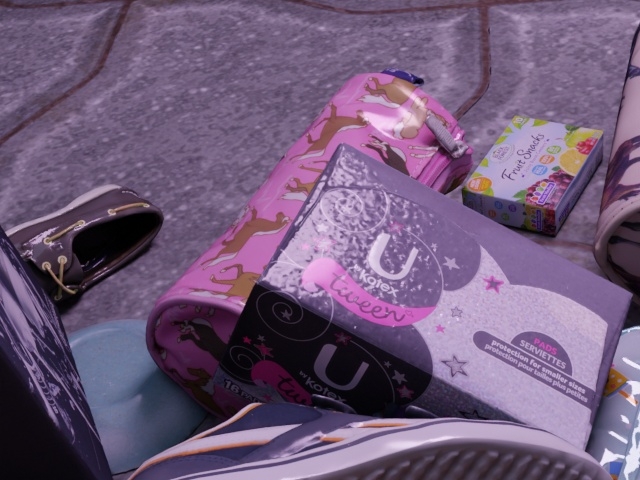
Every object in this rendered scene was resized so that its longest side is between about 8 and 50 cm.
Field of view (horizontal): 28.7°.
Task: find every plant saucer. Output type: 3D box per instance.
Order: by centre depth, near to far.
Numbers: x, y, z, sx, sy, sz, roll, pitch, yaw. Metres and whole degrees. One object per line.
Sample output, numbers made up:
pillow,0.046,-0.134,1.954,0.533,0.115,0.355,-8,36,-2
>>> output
plant saucer,-0.190,0.126,1.117,0.195,0.037,0.195,-5,39,4

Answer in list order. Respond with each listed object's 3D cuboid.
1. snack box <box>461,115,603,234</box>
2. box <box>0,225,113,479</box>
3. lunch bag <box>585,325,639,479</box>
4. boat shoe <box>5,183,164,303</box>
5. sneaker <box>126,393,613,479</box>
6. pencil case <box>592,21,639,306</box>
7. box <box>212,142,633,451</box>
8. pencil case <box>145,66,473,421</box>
snack box,0.218,-0.069,1.276,0.100,0.037,0.141,13,43,28
box,-0.327,0.054,0.945,0.179,0.312,0.343,-30,30,-5
lunch bag,0.273,0.185,0.886,0.224,0.108,0.279,9,42,22
boat shoe,-0.254,0.016,1.231,0.068,0.081,0.228,19,44,37
sneaker,0.025,0.163,0.804,0.321,0.126,0.127,0,13,-12
pencil case,0.372,-0.100,1.186,0.183,0.160,0.410,12,42,10
box,0.074,0.072,0.909,0.247,0.142,0.163,27,49,2
pencil case,0.000,0.000,1.142,0.160,0.167,0.386,36,49,3
